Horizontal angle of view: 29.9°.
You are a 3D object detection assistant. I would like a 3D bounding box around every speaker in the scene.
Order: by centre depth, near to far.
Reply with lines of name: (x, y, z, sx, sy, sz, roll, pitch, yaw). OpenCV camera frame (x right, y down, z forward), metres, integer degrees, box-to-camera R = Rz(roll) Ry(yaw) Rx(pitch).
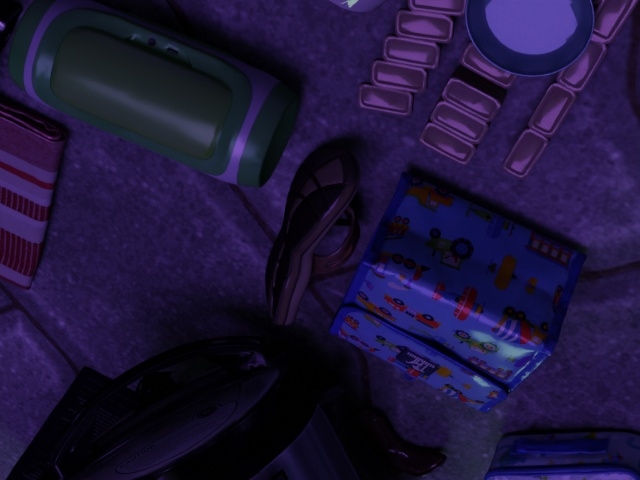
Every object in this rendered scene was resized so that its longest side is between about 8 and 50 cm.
speaker: (-0.178, -0.163, 1.290, 0.296, 0.131, 0.131, 23, 137, 6)

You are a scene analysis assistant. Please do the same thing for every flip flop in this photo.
flip flop: (0.000, 0.000, 1.378, 0.080, 0.112, 0.277, 6, 136, -14)

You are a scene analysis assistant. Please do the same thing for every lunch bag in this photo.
lunch bag: (0.138, 0.087, 1.384, 0.221, 0.138, 0.293, 25, 149, 2)
lunch bag: (0.327, 0.322, 1.515, 0.219, 0.090, 0.176, -7, 124, 31)

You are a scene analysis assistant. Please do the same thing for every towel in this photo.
towel: (-0.463, -0.082, 1.580, 0.237, 0.037, 0.329, 26, 139, 0)

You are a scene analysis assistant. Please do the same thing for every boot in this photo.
boot: (0.102, 0.268, 1.619, 0.106, 0.037, 0.114, -17, 116, 35)

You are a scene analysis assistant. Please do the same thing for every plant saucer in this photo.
plant saucer: (0.194, -0.209, 1.105, 0.119, 0.021, 0.119, 11, 128, 14)

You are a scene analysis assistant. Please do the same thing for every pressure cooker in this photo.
pressure cooker: (-0.139, 0.343, 1.544, 0.375, 0.370, 0.420, -18, 103, 38)

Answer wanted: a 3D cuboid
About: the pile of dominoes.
pile of dominoes: (0.166, -0.189, 1.171, 0.196, 0.040, 0.251, 28, 129, 1)

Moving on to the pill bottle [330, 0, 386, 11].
pill bottle: (0.094, -0.311, 0.992, 0.152, 0.152, 0.272, 42, 136, -13)

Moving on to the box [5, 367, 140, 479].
box: (-0.386, 0.427, 1.814, 0.179, 0.312, 0.343, 27, 136, 1)

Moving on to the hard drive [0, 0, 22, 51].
hard drive: (-0.527, -0.199, 1.410, 0.237, 0.064, 0.339, 33, 123, -10)
